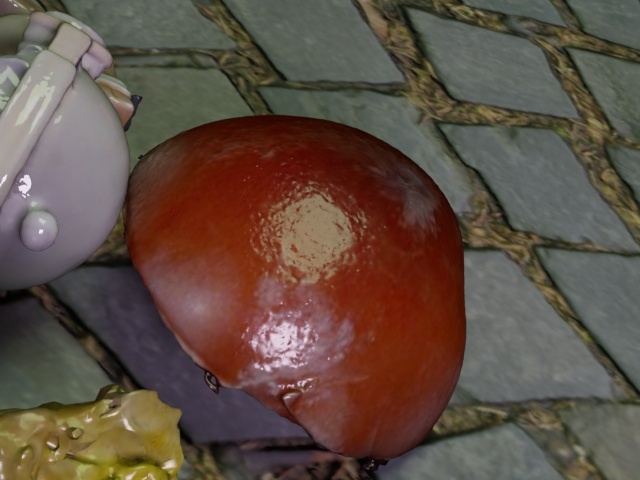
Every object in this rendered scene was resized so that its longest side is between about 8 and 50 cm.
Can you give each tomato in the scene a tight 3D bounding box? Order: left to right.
[{"bbox_3d":[0.000,0.000,1.041,0.199,0.112,0.228,17,34,-42],"label":"tomato"}]

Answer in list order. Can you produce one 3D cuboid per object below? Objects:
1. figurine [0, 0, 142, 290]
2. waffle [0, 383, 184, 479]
[{"bbox_3d":[-0.167,-0.052,1.011,0.141,0.162,0.237,27,19,-14],"label":"figurine"},{"bbox_3d":[-0.155,0.142,0.605,0.261,0.151,0.324,-15,0,7],"label":"waffle"}]
